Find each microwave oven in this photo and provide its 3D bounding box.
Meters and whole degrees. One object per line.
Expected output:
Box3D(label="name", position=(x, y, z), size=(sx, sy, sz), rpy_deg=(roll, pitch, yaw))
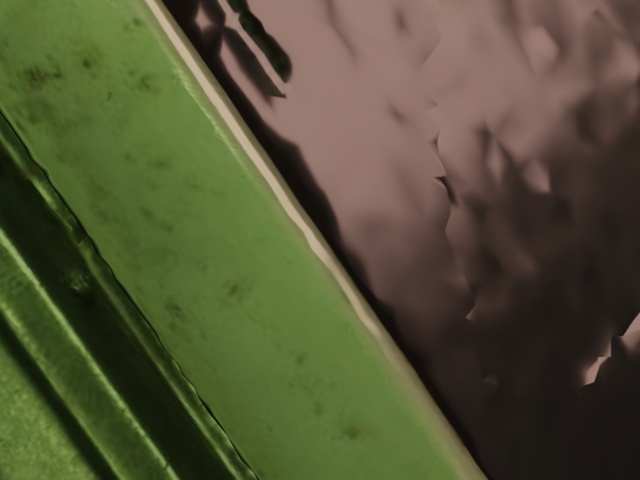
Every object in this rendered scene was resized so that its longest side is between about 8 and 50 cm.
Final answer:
Box3D(label="microwave oven", position=(-0.043, -0.032, 0.479), size=(0.247, 0.333, 0.394), rpy_deg=(-39, 100, -33))
